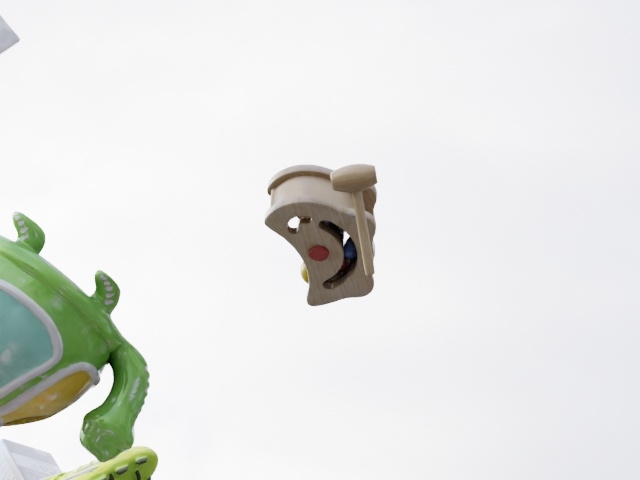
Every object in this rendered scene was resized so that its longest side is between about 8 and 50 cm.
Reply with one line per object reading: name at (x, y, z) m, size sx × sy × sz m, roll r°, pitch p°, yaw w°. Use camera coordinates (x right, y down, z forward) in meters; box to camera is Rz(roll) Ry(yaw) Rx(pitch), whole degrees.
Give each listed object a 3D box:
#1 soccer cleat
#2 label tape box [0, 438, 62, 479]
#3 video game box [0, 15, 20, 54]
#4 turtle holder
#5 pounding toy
soccer cleat at (-0.387, 0.384, 2.501) m, size 0.289 × 0.121 × 0.093 m, roll -31°, pitch -46°, yaw -14°
label tape box at (-0.514, 0.503, 2.752) m, size 0.106 × 0.240 × 0.334 m, roll 23°, pitch 3°, yaw -23°
video game box at (-0.424, -0.153, 1.718) m, size 0.187 × 0.205 × 0.048 m, roll -37°, pitch -80°, yaw 17°
turtle holder at (-0.383, 0.143, 2.145) m, size 0.320 × 0.227 × 0.243 m, roll 48°, pitch -25°, yaw -24°
pounding toy at (0.000, 0.000, 2.251) m, size 0.154 × 0.155 × 0.269 m, roll 1°, pitch -44°, yaw 2°
